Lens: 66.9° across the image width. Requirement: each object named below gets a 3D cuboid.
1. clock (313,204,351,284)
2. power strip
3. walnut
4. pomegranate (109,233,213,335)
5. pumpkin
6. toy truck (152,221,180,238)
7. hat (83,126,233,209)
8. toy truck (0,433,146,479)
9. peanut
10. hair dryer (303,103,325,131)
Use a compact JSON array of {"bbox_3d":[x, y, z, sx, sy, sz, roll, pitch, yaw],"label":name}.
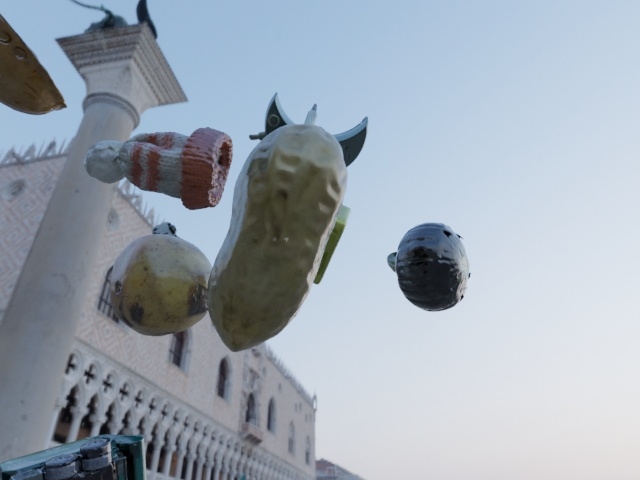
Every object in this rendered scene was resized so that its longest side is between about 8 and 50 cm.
[{"bbox_3d":[0.000,0.000,1.270,0.096,0.143,0.202,22,-65,-1],"label":"clock"},{"bbox_3d":[-0.029,-0.225,1.068,0.254,0.054,0.167,11,-61,-6],"label":"power strip"},{"bbox_3d":[-0.516,-0.280,0.772,0.211,0.087,0.167,51,-30,-15],"label":"walnut"},{"bbox_3d":[-0.418,0.119,1.295,0.282,0.281,0.281,0,-33,0],"label":"pomegranate"},{"bbox_3d":[0.335,0.088,1.580,0.296,0.295,0.295,0,-33,0],"label":"pumpkin"},{"bbox_3d":[-0.499,0.002,1.578,0.076,0.111,0.077,-22,-5,-24],"label":"toy truck"},{"bbox_3d":[-0.189,-0.090,0.555,0.163,0.112,0.093,11,-69,1],"label":"hat"},{"bbox_3d":[-0.353,0.325,0.620,0.254,0.114,0.124,-3,-4,-40],"label":"toy truck"},{"bbox_3d":[-0.079,-0.006,0.787,0.170,0.386,0.192,21,-2,-26],"label":"peanut"},{"bbox_3d":[-0.043,-0.277,1.234,0.155,0.183,0.044,-29,-51,34],"label":"hair dryer"}]
